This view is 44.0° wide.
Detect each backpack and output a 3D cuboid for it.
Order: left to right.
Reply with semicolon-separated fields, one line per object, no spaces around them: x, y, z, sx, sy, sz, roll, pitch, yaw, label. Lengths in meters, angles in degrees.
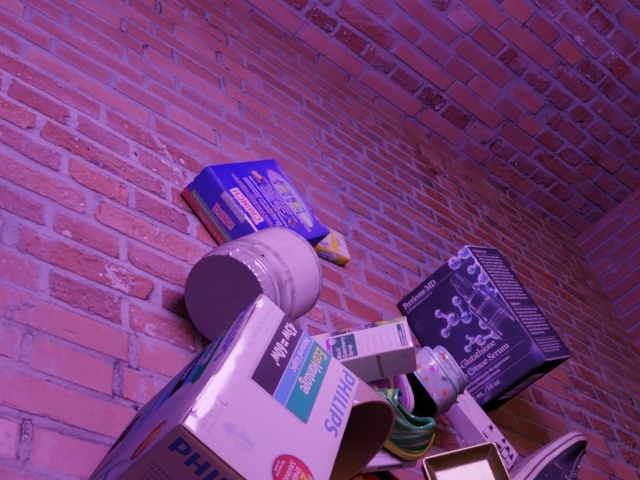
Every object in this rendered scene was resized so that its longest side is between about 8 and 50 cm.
0.279;0.348;1.981;0.166;0.144;0.188;56;-5;18;backpack

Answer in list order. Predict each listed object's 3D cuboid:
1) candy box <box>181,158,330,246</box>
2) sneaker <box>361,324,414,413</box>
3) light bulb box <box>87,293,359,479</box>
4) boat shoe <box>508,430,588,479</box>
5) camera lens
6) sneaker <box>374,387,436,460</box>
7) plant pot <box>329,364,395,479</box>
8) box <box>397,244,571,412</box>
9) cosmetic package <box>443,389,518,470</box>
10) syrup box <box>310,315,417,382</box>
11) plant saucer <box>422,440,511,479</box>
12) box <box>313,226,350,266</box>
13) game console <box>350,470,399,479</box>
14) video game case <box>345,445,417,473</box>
-0.157;-0.070;2.035;0.268;0.122;0.317;53;26;12;candy box
0.115;0.297;1.924;0.161;0.102;0.282;20;27;-33;sneaker
-0.165;0.331;1.191;0.225;0.361;0.358;43;26;-7;light bulb box
0.582;0.636;2.062;0.500;0.187;0.156;-13;64;-53;boat shoe
-0.137;0.096;1.720;0.219;0.219;0.274;50;27;8;camera lens
0.117;0.357;1.716;0.295;0.124;0.109;29;15;0;sneaker
-0.037;0.318;1.572;0.256;0.257;0.274;13;26;-48;plant pot
0.468;0.256;2.295;0.212;0.293;0.396;6;46;-53;box
0.425;0.511;2.136;0.239;0.060;0.099;51;26;10;cosmetic package
0.093;0.260;1.808;0.093;0.236;0.096;-99;177;-48;syrup box
0.353;0.583;1.860;0.188;0.045;0.188;-11;48;-8;plant saucer
0.000;0.000;2.256;0.179;0.043;0.105;27;32;-38;box
0.113;0.530;1.708;0.144;0.085;0.124;41;-4;-11;game console
0.086;0.422;1.731;0.193;0.023;0.212;13;21;-48;video game case
